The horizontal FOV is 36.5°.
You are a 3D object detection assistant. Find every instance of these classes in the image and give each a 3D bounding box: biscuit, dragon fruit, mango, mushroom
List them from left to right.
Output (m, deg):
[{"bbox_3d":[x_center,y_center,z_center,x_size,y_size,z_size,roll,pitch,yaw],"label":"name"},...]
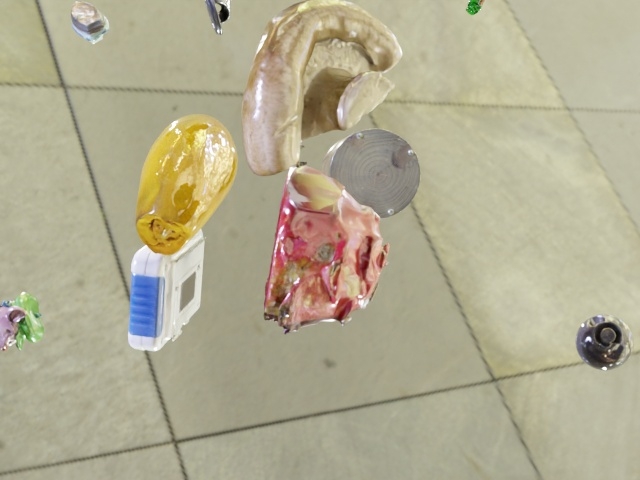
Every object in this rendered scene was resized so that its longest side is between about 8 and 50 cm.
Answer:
[{"bbox_3d":[-0.209,-0.100,1.524,0.144,0.186,0.359,21,16,-8],"label":"mango"},{"bbox_3d":[-0.017,-0.211,1.208,0.285,0.156,0.151,-47,123,-32],"label":"mushroom"},{"bbox_3d":[0.000,0.000,1.284,0.261,0.163,0.189,-80,154,-47],"label":"dragon fruit"},{"bbox_3d":[0.158,-0.254,0.921,0.016,0.089,0.046,21,28,-2],"label":"biscuit"}]

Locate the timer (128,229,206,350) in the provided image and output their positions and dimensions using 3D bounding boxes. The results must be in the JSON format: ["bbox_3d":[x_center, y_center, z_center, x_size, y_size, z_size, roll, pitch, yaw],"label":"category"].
[{"bbox_3d":[-0.264,0.079,1.725,0.078,0.178,0.253,7,16,7],"label":"timer"}]

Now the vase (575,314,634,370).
[{"bbox_3d":[0.597,0.209,2.033,0.120,0.120,0.183,59,5,17],"label":"vase"}]

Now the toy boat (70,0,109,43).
[{"bbox_3d":[-0.413,-0.386,1.745,0.059,0.066,0.140,-28,40,-13],"label":"toy boat"}]

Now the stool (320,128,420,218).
[{"bbox_3d":[0.096,-0.135,1.989,0.179,0.264,0.179,0,93,-5],"label":"stool"}]

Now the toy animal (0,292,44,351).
[{"bbox_3d":[-0.475,0.110,1.280,0.209,0.100,0.103,-15,73,8],"label":"toy animal"}]

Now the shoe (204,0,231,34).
[{"bbox_3d":[-0.162,-0.397,1.501,0.053,0.062,0.159,-19,74,-8],"label":"shoe"}]
